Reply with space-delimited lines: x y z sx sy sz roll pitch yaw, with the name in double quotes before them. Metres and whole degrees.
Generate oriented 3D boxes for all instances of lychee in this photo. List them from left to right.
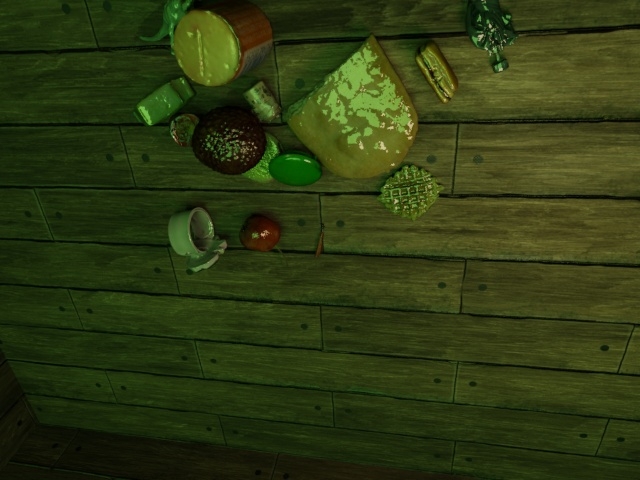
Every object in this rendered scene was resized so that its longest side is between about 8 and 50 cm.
"lychee" -0.331 -0.362 1.697 0.261 0.260 0.260 5 121 9

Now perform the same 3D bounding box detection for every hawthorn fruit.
"hawthorn fruit" -0.211 0.011 1.985 0.165 0.165 0.285 -35 117 27

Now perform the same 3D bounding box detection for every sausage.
"sausage" -0.308 -0.648 1.528 0.233 0.287 0.233 9 125 13

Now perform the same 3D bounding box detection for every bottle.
"bottle" -0.207 -0.498 1.709 0.099 0.099 0.152 -25 115 24

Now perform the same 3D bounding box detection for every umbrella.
"umbrella" 0.521 -0.689 1.447 0.143 0.094 0.348 -14 118 24

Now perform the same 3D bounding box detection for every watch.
"watch" -0.524 -0.013 1.970 0.196 0.244 0.231 -7 125 16

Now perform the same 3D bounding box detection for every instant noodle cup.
"instant noodle cup" -0.520 -0.429 1.774 0.127 0.136 0.127 -13 118 -25

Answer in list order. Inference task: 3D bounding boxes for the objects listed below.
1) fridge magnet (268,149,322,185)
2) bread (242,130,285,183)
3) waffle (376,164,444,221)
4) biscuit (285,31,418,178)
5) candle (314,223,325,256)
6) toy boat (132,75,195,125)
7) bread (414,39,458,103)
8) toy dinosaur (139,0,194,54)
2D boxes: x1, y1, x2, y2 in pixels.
"fridge magnet" -0.096 -0.273 1.786 0.208 0.088 0.208 4 155 2
"bread" -0.247 -0.327 1.851 0.229 0.033 0.228 4 121 7
"waffle" 0.345 -0.184 1.799 0.208 0.054 0.214 34 115 -5
"biscuit" 0.121 -0.421 1.679 0.430 0.104 0.446 -27 111 24
"candle" 0.001 0.000 1.999 0.026 0.021 0.167 9 120 -5
"toy boat" -0.612 -0.520 1.785 0.277 0.084 0.111 -23 115 21
"bread" 0.387 -0.555 1.538 0.077 0.116 0.200 -29 110 30
"toy dinosaur" -0.501 -0.727 1.592 0.393 0.092 0.205 13 110 48
